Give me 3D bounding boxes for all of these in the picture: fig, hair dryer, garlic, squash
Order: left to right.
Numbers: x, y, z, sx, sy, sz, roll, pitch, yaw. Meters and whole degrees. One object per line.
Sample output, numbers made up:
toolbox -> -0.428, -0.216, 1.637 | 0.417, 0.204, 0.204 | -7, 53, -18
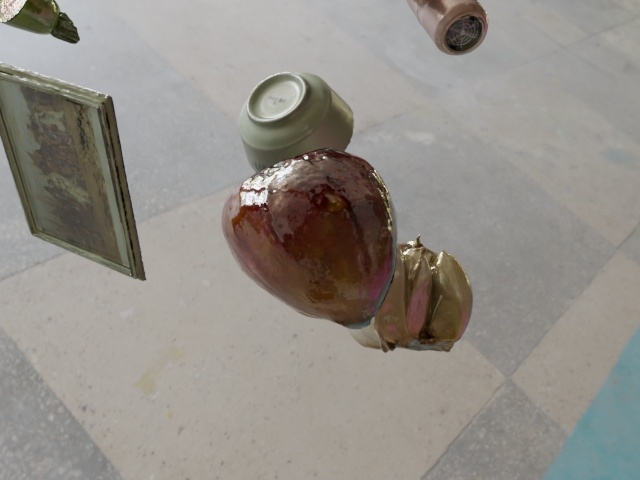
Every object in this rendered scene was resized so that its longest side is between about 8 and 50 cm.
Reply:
squash -> -0.504, -0.411, 1.236 | 0.132, 0.105, 0.105 | 26, 30, -51
fig -> -0.005, -0.012, 0.906 | 0.223, 0.224, 0.263 | -16, 40, -39
hair dryer -> 0.143, -0.466, 1.197 | 0.344, 0.107, 0.189 | 21, 36, -35
garlic -> 0.148, 0.090, 1.188 | 0.280, 0.184, 0.203 | 6, 86, -30

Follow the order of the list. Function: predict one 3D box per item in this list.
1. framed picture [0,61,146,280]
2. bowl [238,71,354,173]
framed picture -> -0.325, -0.081, 0.854 | 0.217, 0.275, 0.017 | 18, 41, 23
bowl -> -0.055, -0.214, 1.178 | 0.211, 0.112, 0.212 | -11, 54, 16
